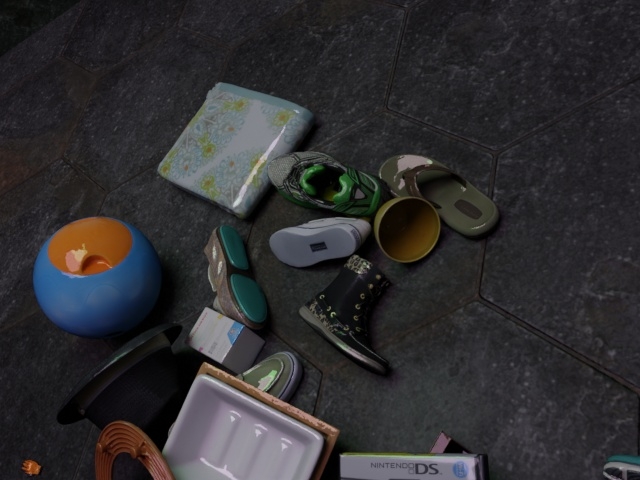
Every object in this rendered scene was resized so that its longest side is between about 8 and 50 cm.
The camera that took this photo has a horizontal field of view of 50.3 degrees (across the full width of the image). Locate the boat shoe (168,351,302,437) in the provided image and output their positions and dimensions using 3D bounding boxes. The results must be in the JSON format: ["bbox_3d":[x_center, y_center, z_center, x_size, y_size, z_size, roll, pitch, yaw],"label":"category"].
[{"bbox_3d":[-0.169,0.329,1.363,0.302,0.094,0.109,-41,49,2],"label":"boat shoe"}]

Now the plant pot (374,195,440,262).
[{"bbox_3d":[0.162,-0.032,1.388,0.134,0.134,0.095,-45,23,-1],"label":"plant pot"}]

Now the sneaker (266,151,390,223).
[{"bbox_3d":[-0.008,-0.141,1.510,0.344,0.146,0.134,18,88,46],"label":"sneaker"}]

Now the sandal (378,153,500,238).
[{"bbox_3d":[0.240,-0.111,1.404,0.120,0.086,0.303,-51,49,-7],"label":"sandal"}]

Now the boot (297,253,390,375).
[{"bbox_3d":[0.082,0.139,1.342,0.178,0.085,0.236,-49,48,-8],"label":"boot"}]

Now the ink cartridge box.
[{"bbox_3d":[-0.211,0.215,1.465,0.143,0.090,0.092,20,72,39],"label":"ink cartridge box"}]

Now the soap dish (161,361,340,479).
[{"bbox_3d":[-0.130,0.382,1.229,0.291,0.118,0.228,22,86,20],"label":"soap dish"}]

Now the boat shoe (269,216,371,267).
[{"bbox_3d":[0.000,0.000,1.487,0.258,0.095,0.084,-2,23,42],"label":"boat shoe"}]

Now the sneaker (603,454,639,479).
[{"bbox_3d":[0.543,0.326,0.953,0.275,0.107,0.110,-5,39,23],"label":"sneaker"}]

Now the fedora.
[{"bbox_3d":[-0.376,0.320,1.415,0.334,0.334,0.152,-41,82,2],"label":"fedora"}]

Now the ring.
[{"bbox_3d":[-0.340,0.500,1.261,0.337,0.032,0.336,12,108,43],"label":"ring"}]

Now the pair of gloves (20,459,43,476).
[{"bbox_3d":[-0.687,0.554,1.588,0.074,0.010,0.083,6,65,34],"label":"pair of gloves"}]

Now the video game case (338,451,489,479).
[{"bbox_3d":[0.147,0.477,1.074,0.248,0.035,0.274,-8,72,26],"label":"video game case"}]

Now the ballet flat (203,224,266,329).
[{"bbox_3d":[-0.200,0.102,1.540,0.106,0.108,0.316,-46,40,23],"label":"ballet flat"}]

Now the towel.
[{"bbox_3d":[-0.226,-0.241,1.774,0.374,0.090,0.320,24,79,39],"label":"towel"}]

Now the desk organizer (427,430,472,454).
[{"bbox_3d":[0.195,0.390,1.137,0.050,0.047,0.130,25,76,37],"label":"desk organizer"}]

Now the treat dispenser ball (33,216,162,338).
[{"bbox_3d":[-0.520,0.087,1.605,0.288,0.288,0.288,-15,54,22],"label":"treat dispenser ball"}]
